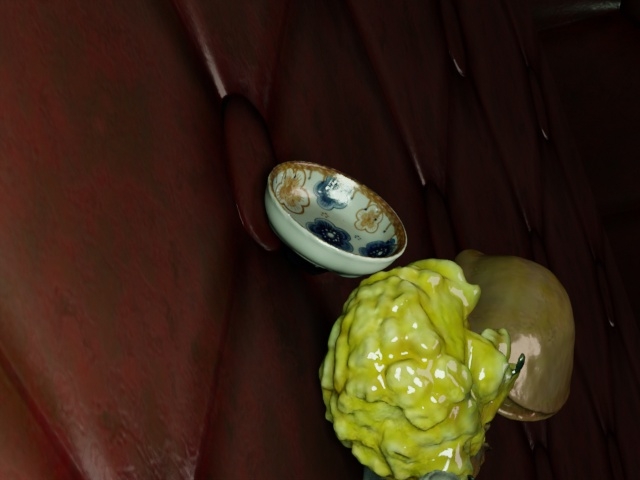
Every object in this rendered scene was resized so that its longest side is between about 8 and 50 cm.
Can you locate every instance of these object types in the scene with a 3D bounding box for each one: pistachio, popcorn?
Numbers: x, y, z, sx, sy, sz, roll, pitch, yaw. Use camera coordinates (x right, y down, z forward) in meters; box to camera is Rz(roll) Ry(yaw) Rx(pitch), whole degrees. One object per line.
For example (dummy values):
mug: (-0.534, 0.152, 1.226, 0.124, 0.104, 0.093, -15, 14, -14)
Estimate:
pistachio: (0.227, 0.129, 2.050, 0.212, 0.163, 0.260, 36, 32, -12)
popcorn: (0.093, 0.122, 1.565, 0.189, 0.169, 0.218, -52, 146, -40)

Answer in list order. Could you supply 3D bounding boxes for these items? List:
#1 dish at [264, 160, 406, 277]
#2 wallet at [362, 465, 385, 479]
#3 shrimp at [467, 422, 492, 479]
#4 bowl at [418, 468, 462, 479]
dish: (0.000, 0.000, 1.555, 0.141, 0.078, 0.141, 23, 28, -13)
wallet: (0.083, 0.335, 1.627, 0.167, 0.036, 0.222, -79, 150, -54)
shrimp: (0.158, 0.215, 1.919, 0.262, 0.066, 0.117, -5, 82, -75)
bowl: (0.049, 0.353, 1.291, 0.337, 0.157, 0.337, -13, 90, -72)
